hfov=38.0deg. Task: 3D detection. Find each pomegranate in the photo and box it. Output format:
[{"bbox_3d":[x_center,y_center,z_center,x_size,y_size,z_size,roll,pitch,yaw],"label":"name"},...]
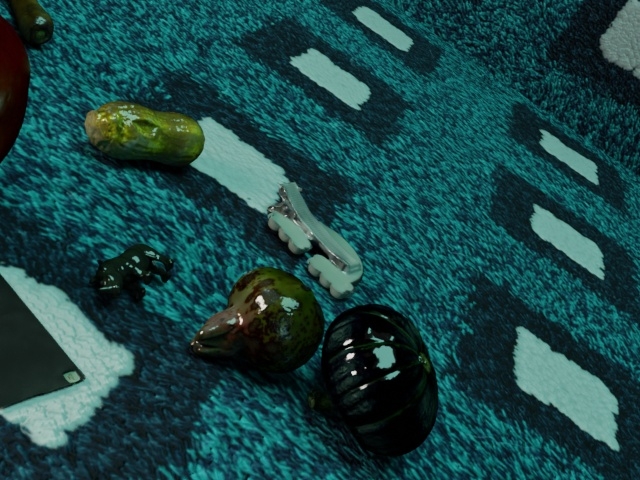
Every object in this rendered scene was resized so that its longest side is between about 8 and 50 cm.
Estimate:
[{"bbox_3d":[-0.073,0.097,1.147,0.163,0.126,0.138,8,34,-41],"label":"pomegranate"}]

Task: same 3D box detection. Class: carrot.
[{"bbox_3d":[-0.483,-0.376,1.537,0.055,0.055,0.161,11,28,-39],"label":"carrot"}]

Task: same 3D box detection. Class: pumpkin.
[{"bbox_3d":[0.076,0.173,1.165,0.194,0.150,0.194,22,54,-34],"label":"pumpkin"}]

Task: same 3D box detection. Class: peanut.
[{"bbox_3d":[-0.262,-0.159,1.396,0.206,0.087,0.087,5,39,-48],"label":"peanut"}]

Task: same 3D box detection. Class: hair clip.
[{"bbox_3d":[0.000,0.000,1.477,0.220,0.054,0.140,48,25,18],"label":"hair clip"}]

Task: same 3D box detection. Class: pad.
[{"bbox_3d":[-0.345,0.093,0.980,0.193,0.004,0.116,45,28,19],"label":"pad"}]

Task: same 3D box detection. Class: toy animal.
[{"bbox_3d":[-0.237,0.041,1.144,0.065,0.047,0.135,33,28,8],"label":"toy animal"}]

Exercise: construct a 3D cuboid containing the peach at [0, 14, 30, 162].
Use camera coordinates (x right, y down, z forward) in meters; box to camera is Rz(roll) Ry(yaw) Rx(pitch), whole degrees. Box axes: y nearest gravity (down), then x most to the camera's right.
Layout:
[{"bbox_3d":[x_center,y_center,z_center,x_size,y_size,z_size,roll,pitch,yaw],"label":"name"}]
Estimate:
[{"bbox_3d":[-0.444,-0.173,1.051,0.249,0.245,0.275,58,30,-11],"label":"peach"}]
